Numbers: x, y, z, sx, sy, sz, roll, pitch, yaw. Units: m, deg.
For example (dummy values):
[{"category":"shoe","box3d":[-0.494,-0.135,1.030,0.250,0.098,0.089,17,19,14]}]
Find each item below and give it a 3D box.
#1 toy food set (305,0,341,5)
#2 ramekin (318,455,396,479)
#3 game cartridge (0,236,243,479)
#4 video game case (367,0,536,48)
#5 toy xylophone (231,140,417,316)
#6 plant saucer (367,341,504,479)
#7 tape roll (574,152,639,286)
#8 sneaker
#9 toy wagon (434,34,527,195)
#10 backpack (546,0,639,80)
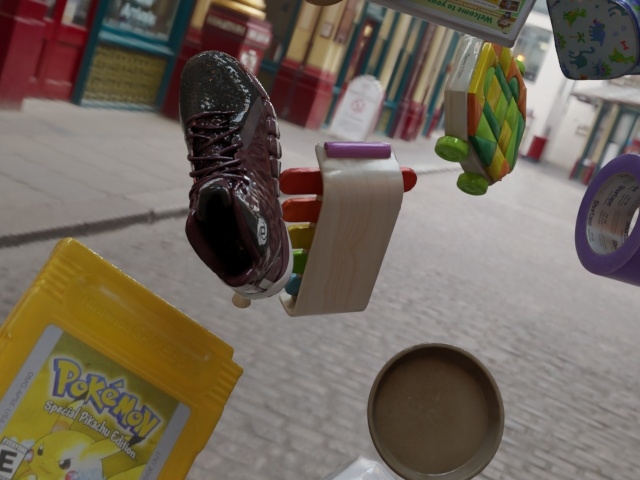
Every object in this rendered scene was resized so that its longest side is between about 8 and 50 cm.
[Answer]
[{"category":"toy food set","box3d":[0.007,-0.358,1.224,0.083,0.020,0.083,-26,-33,33]},{"category":"ramekin","box3d":[-0.006,0.345,0.946,0.127,0.273,0.273,55,18,10]},{"category":"game cartridge","box3d":[-0.266,0.205,1.014,0.285,0.323,0.053,38,-23,-25]},{"category":"video game case","box3d":[0.182,-0.355,1.093,0.213,0.193,0.023,24,-9,20]},{"category":"toy xylophone","box3d":[0.000,0.000,1.248,0.236,0.322,0.081,4,41,-25]},{"category":"plant saucer","box3d":[0.221,0.337,1.696,0.278,0.277,0.041,18,-15,-8]},{"category":"tape roll","box3d":[0.468,-0.030,1.305,0.080,0.188,0.189,16,11,-16]},{"category":"sneaker","box3d":[-0.097,-0.078,0.903,0.107,0.281,0.162,-17,-5,8]},{"category":"toy wagon","box3d":[0.303,-0.213,1.545,0.068,0.267,0.344,9,-21,32]},{"category":"backpack","box3d":[0.269,-0.196,0.795,0.114,0.105,0.084,2,36,35]}]
